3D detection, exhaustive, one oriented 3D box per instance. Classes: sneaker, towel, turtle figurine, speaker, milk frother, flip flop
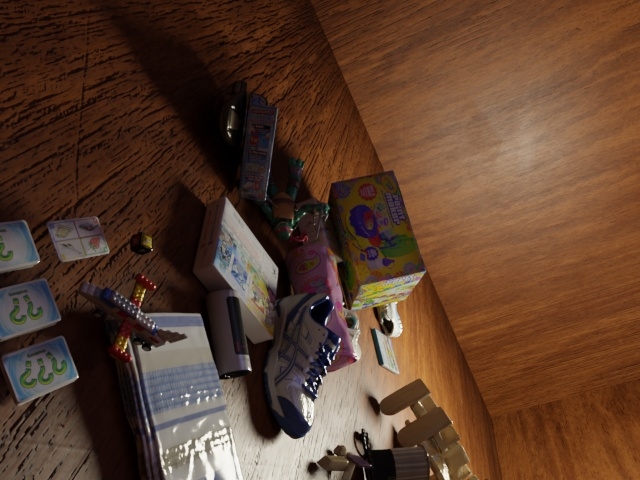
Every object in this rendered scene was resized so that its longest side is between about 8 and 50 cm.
[{"bbox_3d":[0.057,0.227,1.499,0.228,0.092,0.087,54,20,-46],"label":"sneaker"},{"bbox_3d":[-0.182,0.228,0.817,0.209,0.034,0.284,15,56,-70],"label":"towel"},{"bbox_3d":[-0.083,-0.084,1.395,0.175,0.118,0.234,10,47,-23],"label":"turtle figurine"},{"bbox_3d":[-0.147,0.149,0.992,0.055,0.055,0.136,38,36,-62],"label":"speaker"},{"bbox_3d":[0.218,0.231,2.072,0.083,0.071,0.190,0,70,-67],"label":"sneaker"},{"bbox_3d":[0.165,0.495,1.443,0.129,0.135,0.143,102,-16,-57],"label":"milk frother"},{"bbox_3d":[-0.027,0.216,1.168,0.112,0.131,0.296,55,23,-47],"label":"sneaker"},{"bbox_3d":[-0.196,-0.277,1.310,0.277,0.080,0.112,-99,-161,-63],"label":"flip flop"}]

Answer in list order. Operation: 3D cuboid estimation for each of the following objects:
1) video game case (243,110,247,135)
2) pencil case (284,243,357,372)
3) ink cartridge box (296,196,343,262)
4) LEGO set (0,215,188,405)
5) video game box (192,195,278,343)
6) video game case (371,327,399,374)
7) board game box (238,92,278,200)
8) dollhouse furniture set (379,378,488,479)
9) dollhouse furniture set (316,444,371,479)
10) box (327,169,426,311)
[{"bbox_3d":[-0.163,-0.252,1.511,0.087,0.011,0.122,-85,150,-55],"label":"video game case"},{"bbox_3d":[-0.005,0.150,1.354,0.124,0.124,0.284,45,29,-55],"label":"pencil case"},{"bbox_3d":[0.000,0.000,1.633,0.115,0.067,0.198,32,40,-66],"label":"ink cartridge box"},{"bbox_3d":[-0.252,0.053,0.697,0.244,0.060,0.182,-16,85,-63],"label":"LEGO set"},{"bbox_3d":[-0.145,0.054,1.128,0.205,0.048,0.187,57,18,-35],"label":"video game box"},{"bbox_3d":[0.206,0.352,1.976,0.166,0.015,0.119,42,31,-58],"label":"video game case"},{"bbox_3d":[-0.129,-0.218,1.302,0.194,0.060,0.194,-94,-166,-50],"label":"board game box"},{"bbox_3d":[0.293,0.653,1.657,0.362,0.257,0.394,62,-4,-26],"label":"dollhouse furniture set"},{"bbox_3d":[0.021,0.461,1.245,0.114,0.091,0.081,21,90,-41],"label":"dollhouse furniture set"},{"bbox_3d":[0.137,0.010,1.700,0.279,0.177,0.289,100,-24,-69],"label":"box"}]
